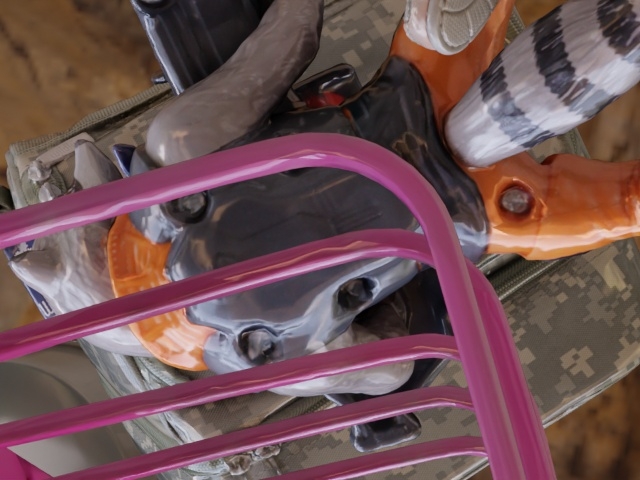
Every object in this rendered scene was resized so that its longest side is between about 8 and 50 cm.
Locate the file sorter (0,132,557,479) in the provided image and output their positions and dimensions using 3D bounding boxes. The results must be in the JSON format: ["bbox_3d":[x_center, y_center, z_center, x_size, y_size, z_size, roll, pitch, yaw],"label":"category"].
[{"bbox_3d":[-0.016,0.122,0.462,0.182,0.202,0.291,-15,159,5],"label":"file sorter"}]

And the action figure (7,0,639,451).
[{"bbox_3d":[0.006,-0.070,0.728,0.330,0.341,0.178,-31,-171,13],"label":"action figure"}]

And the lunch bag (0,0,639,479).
[{"bbox_3d":[0.000,0.000,0.957,0.305,0.256,0.212,-30,-158,-11],"label":"lunch bag"}]

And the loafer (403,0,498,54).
[{"bbox_3d":[0.055,-0.127,0.659,0.039,0.125,0.045,14,164,31],"label":"loafer"}]

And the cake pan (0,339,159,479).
[{"bbox_3d":[-0.193,0.206,1.178,0.293,0.293,0.054,15,-174,35],"label":"cake pan"}]
